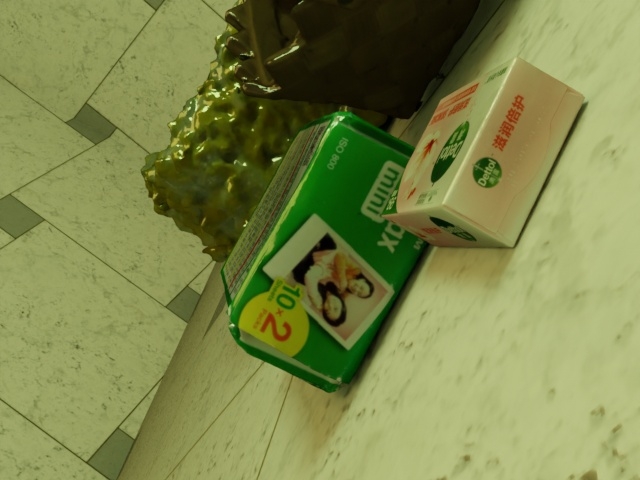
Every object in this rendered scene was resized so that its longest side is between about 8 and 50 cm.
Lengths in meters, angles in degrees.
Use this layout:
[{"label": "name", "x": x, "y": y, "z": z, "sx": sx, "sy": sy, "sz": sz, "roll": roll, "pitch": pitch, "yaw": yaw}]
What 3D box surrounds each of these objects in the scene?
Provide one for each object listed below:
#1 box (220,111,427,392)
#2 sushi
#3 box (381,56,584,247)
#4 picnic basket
[{"label": "box", "x": 0.000, "y": 0.000, "z": 0.629, "sx": 0.180, "sy": 0.103, "sz": 0.250, "roll": -62, "pitch": 10, "yaw": 2}, {"label": "sushi", "x": -0.079, "y": -0.136, "z": 1.054, "sx": 0.351, "sy": 0.240, "sz": 0.396, "roll": -61, "pitch": 12, "yaw": -3}, {"label": "box", "x": 0.086, "y": -0.044, "z": 0.452, "sx": 0.089, "sy": 0.043, "sz": 0.125, "roll": -63, "pitch": 8, "yaw": -6}, {"label": "picnic basket", "x": -0.016, "y": -0.284, "z": 0.710, "sx": 0.254, "sy": 0.320, "sz": 0.291, "roll": -103, "pitch": 31, "yaw": -45}]
